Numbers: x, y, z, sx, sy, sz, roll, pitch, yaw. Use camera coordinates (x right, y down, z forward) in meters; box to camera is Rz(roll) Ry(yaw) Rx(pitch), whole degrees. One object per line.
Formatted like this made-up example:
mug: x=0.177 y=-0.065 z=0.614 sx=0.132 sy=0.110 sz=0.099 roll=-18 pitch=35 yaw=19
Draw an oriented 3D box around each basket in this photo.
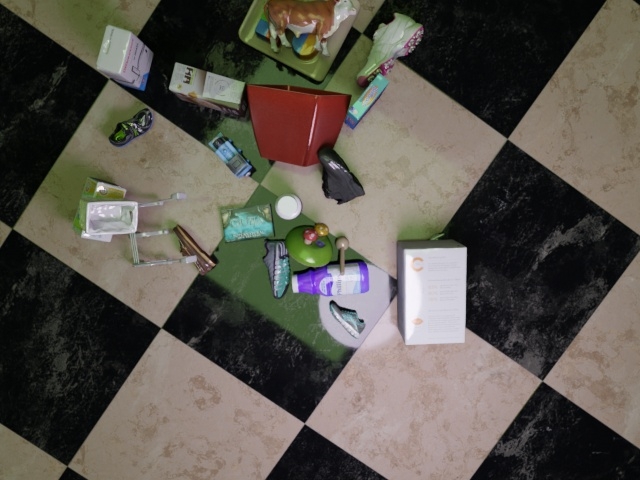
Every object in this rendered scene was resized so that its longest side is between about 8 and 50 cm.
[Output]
basket: x=-0.723 y=-0.088 z=1.529 sx=0.103 sy=0.167 sz=0.113 roll=21 pitch=108 yaw=42

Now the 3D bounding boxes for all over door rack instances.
over door rack: x=-0.558 y=-0.030 z=1.596 sx=0.324 sy=0.108 sz=0.240 roll=-6 pitch=94 yaw=34

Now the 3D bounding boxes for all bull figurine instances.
bull figurine: x=-0.036 y=-0.731 z=1.516 sx=0.310 sy=0.101 sz=0.189 roll=4 pitch=94 yaw=3

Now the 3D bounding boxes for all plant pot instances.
plant pot: x=-0.077 y=-0.391 z=1.528 sx=0.267 sy=0.267 sz=0.236 roll=16 pitch=114 yaw=22

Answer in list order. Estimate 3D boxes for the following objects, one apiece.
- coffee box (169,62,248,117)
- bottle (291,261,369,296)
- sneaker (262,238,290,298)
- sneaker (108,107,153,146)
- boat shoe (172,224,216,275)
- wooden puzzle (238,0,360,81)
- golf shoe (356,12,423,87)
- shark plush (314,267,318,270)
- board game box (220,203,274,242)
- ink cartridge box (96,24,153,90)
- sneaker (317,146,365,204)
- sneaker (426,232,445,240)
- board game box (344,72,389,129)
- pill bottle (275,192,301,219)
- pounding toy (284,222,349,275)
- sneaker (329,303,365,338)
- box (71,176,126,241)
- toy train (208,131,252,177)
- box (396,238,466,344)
coffee box: x=-0.384 y=-0.526 z=1.587 sx=0.246 sy=0.141 sz=0.098 roll=16 pitch=94 yaw=-1
bottle: x=0.037 y=0.147 z=1.662 sx=0.282 sy=0.092 sz=0.118 roll=-5 pitch=112 yaw=0
sneaker: x=-0.172 y=0.105 z=1.684 sx=0.098 sy=0.083 sz=0.224 roll=12 pitch=104 yaw=32
sneaker: x=-0.683 y=-0.405 z=1.624 sx=0.188 sy=0.078 sz=0.067 roll=-38 pitch=94 yaw=2
boat shoe: x=-0.481 y=0.037 z=1.662 sx=0.073 sy=0.073 sz=0.207 roll=-40 pitch=93 yaw=0
wooden puzzle: x=-0.075 y=-0.791 z=1.601 sx=0.347 sy=0.080 sz=0.322 roll=28 pitch=93 yaw=-3
golf shoe: x=0.223 y=-0.680 z=1.609 sx=0.306 sy=0.115 sz=0.140 roll=-44 pitch=83 yaw=-4
shark plush: x=-0.063 y=0.052 z=1.694 sx=0.067 sy=0.073 sz=0.161 roll=-39 pitch=115 yaw=21
board game box: x=-0.271 y=-0.064 z=1.680 sx=0.186 sy=0.026 sz=0.126 roll=-8 pitch=95 yaw=0
ink cartridge box: x=-0.666 y=-0.620 z=1.545 sx=0.085 sy=0.203 sz=0.148 roll=16 pitch=94 yaw=-2
sneaker: x=0.053 y=-0.209 z=1.569 sx=0.130 sy=0.286 sz=0.109 roll=-32 pitch=52 yaw=11
sneaker: x=0.433 y=0.000 z=1.694 sx=0.083 sy=0.031 sz=0.035 roll=-30 pitch=104 yaw=8
board game box: x=0.156 y=-0.476 z=1.562 sx=0.047 sy=0.210 sz=0.160 roll=40 pitch=94 yaw=-3
pill bottle: x=-0.113 y=-0.122 z=1.606 sx=0.094 sy=0.169 sz=0.094 roll=0 pitch=95 yaw=-1
pounding toy: x=0.000 y=0.000 z=1.600 sx=0.236 sy=0.183 sz=0.110 roll=19 pitch=131 yaw=-10
sneaker: x=0.103 y=0.291 z=1.703 sx=0.076 sy=0.065 sz=0.166 roll=-45 pitch=97 yaw=-14
box: x=-0.792 y=-0.112 z=1.610 sx=0.114 sy=0.103 sz=0.203 roll=24 pitch=96 yaw=43
toy train: x=-0.323 y=-0.306 z=1.622 sx=0.080 sy=0.105 sz=0.184 roll=-41 pitch=94 yaw=2
box: x=0.394 y=0.180 z=1.622 sx=0.214 sy=0.168 sz=0.346 roll=-2 pitch=100 yaw=0
